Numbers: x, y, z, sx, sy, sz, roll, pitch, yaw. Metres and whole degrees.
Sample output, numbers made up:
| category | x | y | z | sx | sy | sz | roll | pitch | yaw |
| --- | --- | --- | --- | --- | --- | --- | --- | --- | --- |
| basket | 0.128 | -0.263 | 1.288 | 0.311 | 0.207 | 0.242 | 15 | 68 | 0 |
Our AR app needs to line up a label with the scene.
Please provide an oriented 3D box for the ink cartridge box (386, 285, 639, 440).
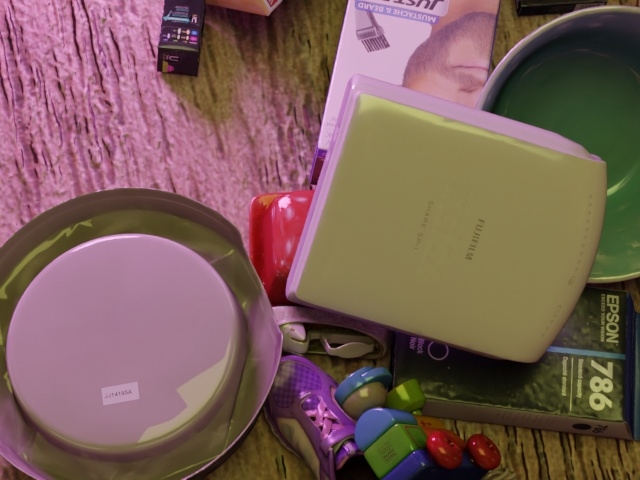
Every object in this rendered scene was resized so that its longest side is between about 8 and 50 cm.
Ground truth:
| category | x | y | z | sx | sy | sz | roll | pitch | yaw |
| --- | --- | --- | --- | --- | --- | --- | --- | --- | --- |
| ink cartridge box | 0.246 | 0.128 | 1.736 | 0.333 | 0.065 | 0.165 | 7 | 65 | -3 |

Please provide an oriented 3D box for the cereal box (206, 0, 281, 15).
| category | x | y | z | sx | sy | sz | roll | pitch | yaw |
| --- | --- | --- | --- | --- | --- | --- | --- | --- | --- |
| cereal box | -0.053 | -0.378 | 1.892 | 0.173 | 0.047 | 0.240 | 19 | 60 | 45 |

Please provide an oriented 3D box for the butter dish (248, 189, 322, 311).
| category | x | y | z | sx | sy | sz | roll | pitch | yaw |
| --- | --- | --- | --- | --- | --- | --- | --- | --- | --- |
| butter dish | 0.000 | 0.000 | 1.738 | 0.160 | 0.118 | 0.160 | 0 | 67 | -5 |

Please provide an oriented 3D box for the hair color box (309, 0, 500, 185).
| category | x | y | z | sx | sy | sz | roll | pitch | yaw |
| --- | --- | --- | --- | --- | --- | --- | --- | --- | --- |
| hair color box | 0.110 | -0.216 | 1.852 | 0.185 | 0.110 | 0.338 | 12 | 67 | -1 |

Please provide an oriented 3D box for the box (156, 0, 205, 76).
| category | x | y | z | sx | sy | sz | roll | pitch | yaw |
| --- | --- | --- | --- | --- | --- | --- | --- | --- | --- |
| box | -0.169 | -0.252 | 1.864 | 0.052 | 0.062 | 0.083 | 6 | 66 | -4 |

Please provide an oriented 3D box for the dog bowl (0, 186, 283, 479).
| category | x | y | z | sx | sy | sz | roll | pitch | yaw |
| --- | --- | --- | --- | --- | --- | --- | --- | --- | --- |
| dog bowl | -0.208 | 0.120 | 1.652 | 0.349 | 0.102 | 0.348 | -2 | 66 | 4 |

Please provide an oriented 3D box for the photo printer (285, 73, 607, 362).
| category | x | y | z | sx | sy | sz | roll | pitch | yaw |
| --- | --- | --- | --- | --- | --- | --- | --- | --- | --- |
| photo printer | 0.143 | -0.014 | 1.633 | 0.308 | 0.107 | 0.256 | 17 | 101 | -6 |

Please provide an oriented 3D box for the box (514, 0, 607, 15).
| category | x | y | z | sx | sy | sz | roll | pitch | yaw |
| --- | --- | --- | --- | --- | --- | --- | --- | --- | --- |
| box | 0.298 | -0.368 | 1.979 | 0.116 | 0.029 | 0.162 | -4 | 68 | -8 |

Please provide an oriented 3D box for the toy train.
| category | x | y | z | sx | sy | sz | roll | pitch | yaw |
| --- | --- | --- | --- | --- | --- | --- | --- | --- | --- |
| toy train | 0.119 | 0.210 | 1.631 | 0.105 | 0.248 | 0.143 | -44 | 62 | 20 |

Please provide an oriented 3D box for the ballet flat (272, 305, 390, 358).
| category | x | y | z | sx | sy | sz | roll | pitch | yaw |
| --- | --- | --- | --- | --- | --- | --- | --- | --- | --- |
| ballet flat | -0.004 | 0.106 | 1.720 | 0.168 | 0.057 | 0.052 | 1 | 34 | -5 |

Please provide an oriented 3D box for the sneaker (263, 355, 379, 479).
| category | x | y | z | sx | sy | sz | roll | pitch | yaw |
| --- | --- | --- | --- | --- | --- | --- | --- | --- | --- |
| sneaker | 0.016 | 0.219 | 1.651 | 0.095 | 0.104 | 0.236 | -25 | 70 | -14 |

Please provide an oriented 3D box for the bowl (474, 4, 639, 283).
| category | x | y | z | sx | sy | sz | roll | pitch | yaw |
| --- | --- | --- | --- | --- | --- | --- | --- | --- | --- |
| bowl | 0.311 | -0.121 | 1.758 | 0.312 | 0.163 | 0.311 | -1 | 104 | -3 |
